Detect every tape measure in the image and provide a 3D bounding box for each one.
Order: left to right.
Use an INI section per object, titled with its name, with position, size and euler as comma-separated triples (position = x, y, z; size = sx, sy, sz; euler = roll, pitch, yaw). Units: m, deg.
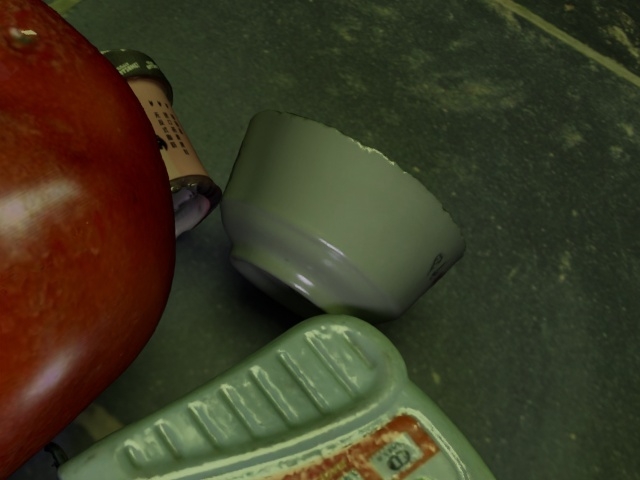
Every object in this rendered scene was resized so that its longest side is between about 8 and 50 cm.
[tape measure]
position = -0.021, 0.185, 0.553
size = 0.243, 0.125, 0.246
euler = -29, 66, -26

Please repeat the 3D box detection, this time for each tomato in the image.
[tomato]
position = -0.259, 0.001, 0.493
size = 0.325, 0.289, 0.293
euler = 25, 50, 8

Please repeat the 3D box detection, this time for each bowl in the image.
[bowl]
position = 0.000, 0.000, 0.659
size = 0.211, 0.211, 0.112
euler = 33, 77, 6

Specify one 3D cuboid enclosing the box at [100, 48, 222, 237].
[box]
position = -0.167, -0.059, 0.668
size = 0.151, 0.151, 0.135
euler = -27, 74, -33
